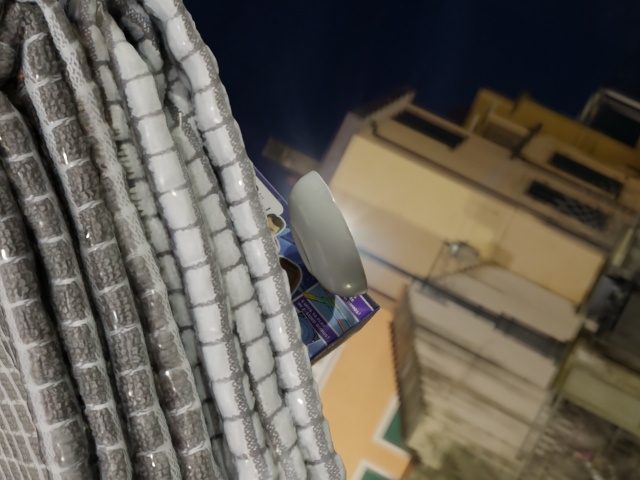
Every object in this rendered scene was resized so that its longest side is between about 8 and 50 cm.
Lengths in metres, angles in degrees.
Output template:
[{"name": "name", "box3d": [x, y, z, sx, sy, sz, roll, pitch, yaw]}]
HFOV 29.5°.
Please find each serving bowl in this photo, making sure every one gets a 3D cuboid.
[{"name": "serving bowl", "box3d": [0.000, 0.000, 0.755, 0.027, 0.083, 0.083, -24, -20, -7]}]

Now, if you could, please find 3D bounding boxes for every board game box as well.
[{"name": "board game box", "box3d": [-0.074, 0.006, 0.782, 0.136, 0.201, 0.035, -33, -13, -41]}]

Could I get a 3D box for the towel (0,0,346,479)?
[{"name": "towel", "box3d": [-0.122, 0.031, 0.585, 0.121, 0.284, 0.235, -19, 5, -30]}]
